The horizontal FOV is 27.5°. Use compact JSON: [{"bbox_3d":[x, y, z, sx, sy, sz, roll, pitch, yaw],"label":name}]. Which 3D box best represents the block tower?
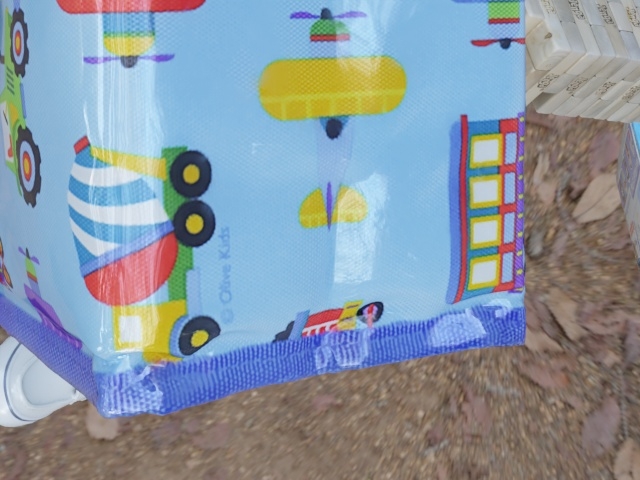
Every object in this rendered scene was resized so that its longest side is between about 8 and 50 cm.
[{"bbox_3d":[0.274,-0.163,1.142,0.335,0.097,0.091,1,63,-33],"label":"block tower"}]

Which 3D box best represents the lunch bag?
[{"bbox_3d":[-0.074,-0.089,0.443,0.138,0.293,0.221,-7,101,-32],"label":"lunch bag"}]

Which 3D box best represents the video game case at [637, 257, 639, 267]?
[{"bbox_3d":[0.365,0.016,0.771,0.248,0.035,0.275,-45,51,10],"label":"video game case"}]

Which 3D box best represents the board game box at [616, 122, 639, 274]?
[{"bbox_3d":[0.425,0.018,1.522,0.086,0.308,0.302,-13,76,7],"label":"board game box"}]

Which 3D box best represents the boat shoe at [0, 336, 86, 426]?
[{"bbox_3d":[-0.272,0.137,1.468,0.088,0.267,0.096,-10,93,22],"label":"boat shoe"}]
